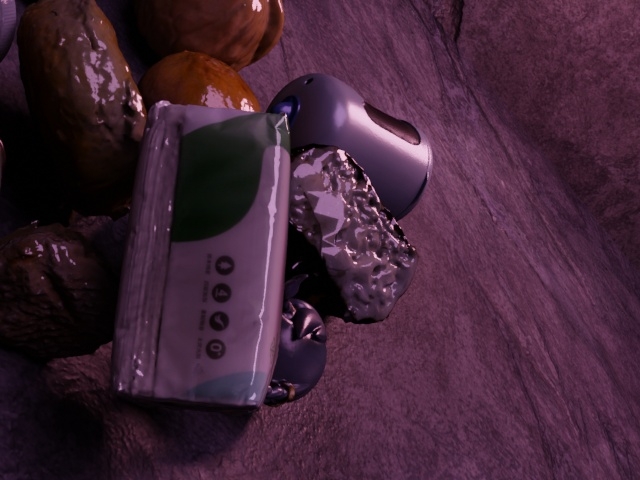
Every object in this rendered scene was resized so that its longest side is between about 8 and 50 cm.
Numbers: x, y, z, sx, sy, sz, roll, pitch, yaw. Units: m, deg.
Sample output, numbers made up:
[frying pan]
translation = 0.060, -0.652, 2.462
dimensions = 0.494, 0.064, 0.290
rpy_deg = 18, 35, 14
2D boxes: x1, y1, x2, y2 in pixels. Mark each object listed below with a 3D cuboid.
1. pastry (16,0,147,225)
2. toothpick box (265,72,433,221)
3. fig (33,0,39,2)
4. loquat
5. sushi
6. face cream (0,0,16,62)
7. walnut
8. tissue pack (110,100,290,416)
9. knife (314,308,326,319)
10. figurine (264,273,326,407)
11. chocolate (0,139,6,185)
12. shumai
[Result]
[pastry]
translation = -0.333, -0.190, 1.267
dimensions = 0.136, 0.329, 0.329
rpy_deg = -20, 75, -18
[toothpick box]
translation = 0.026, -0.177, 1.830
dimensions = 0.355, 0.263, 0.263
rpy_deg = 25, 42, -41
[fig]
translation = -0.408, -0.477, 1.511
dimensions = 0.146, 0.201, 0.133
rpy_deg = 18, 38, -56
[loquat]
translation = -0.206, -0.215, 1.552
dimensions = 0.238, 0.193, 0.238
rpy_deg = 43, 33, -36
[sushi]
translation = 0.000, 0.000, 1.598
dimensions = 0.234, 0.207, 0.348
rpy_deg = -39, 109, -28
[face cream]
translation = -0.523, -0.288, 1.155
dimensions = 0.201, 0.201, 0.187
rpy_deg = 54, 29, -4
[walnut]
translation = -0.204, -0.445, 1.711
dimensions = 0.285, 0.285, 0.296
rpy_deg = 46, 38, -17
[tissue pack]
translation = -0.139, 0.033, 1.145
dimensions = 0.194, 0.266, 0.356
rpy_deg = 6, 77, -3
[knife]
translation = -0.006, 0.132, 1.685
dimensions = 0.035, 0.018, 0.247
rpy_deg = 50, 28, -4
[figurine]
translation = -0.098, 0.149, 1.373
dimensions = 0.265, 0.175, 0.197
rpy_deg = 13, 78, -48
[chocolate]
translation = -0.468, -0.054, 0.983
dimensions = 0.186, 0.284, 0.283
rpy_deg = 42, 28, -59
[shumai]
translation = -0.340, 0.038, 1.160
dimensions = 0.206, 0.166, 0.175
rpy_deg = 61, 9, -47
